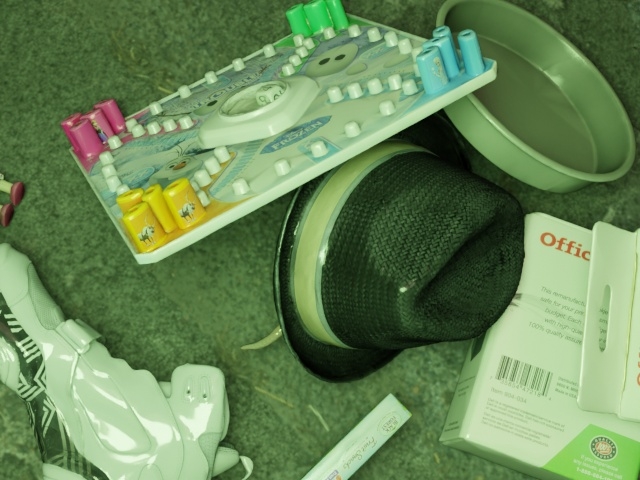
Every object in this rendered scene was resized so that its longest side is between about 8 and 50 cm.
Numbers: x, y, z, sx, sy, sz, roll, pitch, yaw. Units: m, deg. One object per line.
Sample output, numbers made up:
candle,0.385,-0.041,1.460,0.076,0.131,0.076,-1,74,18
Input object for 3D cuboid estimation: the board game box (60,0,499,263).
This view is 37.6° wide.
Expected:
board game box,-0.072,-0.152,1.013,0.390,0.390,0.050,-30,119,-11

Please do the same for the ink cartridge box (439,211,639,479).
ink cartridge box,0.278,0.133,1.077,0.198,0.115,0.272,21,74,0

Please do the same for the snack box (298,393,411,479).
snack box,0.033,0.234,1.037,0.141,0.100,0.037,-42,82,-14

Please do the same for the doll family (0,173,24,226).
doll family,-0.460,-0.010,1.051,0.163,0.118,0.263,20,74,1

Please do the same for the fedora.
fedora,0.109,0.014,0.984,0.153,0.334,0.334,14,70,40

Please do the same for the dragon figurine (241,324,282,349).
dragon figurine,0.000,0.000,1.105,0.085,0.144,0.289,21,93,-1

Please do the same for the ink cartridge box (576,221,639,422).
ink cartridge box,0.429,0.102,0.993,0.354,0.119,0.207,12,82,-38

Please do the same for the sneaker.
sneaker,-0.225,0.147,1.025,0.210,0.137,0.365,-23,82,-12

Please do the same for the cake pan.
cake pan,0.246,-0.173,1.121,0.293,0.054,0.293,20,46,-22
